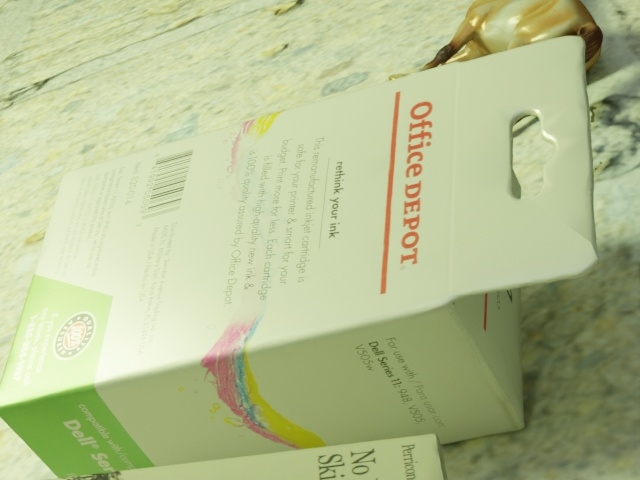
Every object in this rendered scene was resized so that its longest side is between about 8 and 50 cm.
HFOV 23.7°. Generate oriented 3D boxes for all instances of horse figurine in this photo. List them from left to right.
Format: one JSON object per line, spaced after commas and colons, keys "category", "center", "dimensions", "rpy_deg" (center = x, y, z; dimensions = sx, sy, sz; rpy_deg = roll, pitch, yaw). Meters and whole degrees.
{"category": "horse figurine", "center": [0.151, -0.158, 1.228], "dimensions": [0.174, 0.066, 0.263], "rpy_deg": [-36, 25, -10]}

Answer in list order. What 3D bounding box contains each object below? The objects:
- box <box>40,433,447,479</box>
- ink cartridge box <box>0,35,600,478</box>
{"category": "box", "center": [-0.072, 0.168, 0.688], "dimensions": [0.275, 0.094, 0.113], "rpy_deg": [-8, 28, 0]}
{"category": "ink cartridge box", "center": [0.005, 0.022, 0.901], "dimensions": [0.353, 0.119, 0.207], "rpy_deg": [-14, 42, 20]}
